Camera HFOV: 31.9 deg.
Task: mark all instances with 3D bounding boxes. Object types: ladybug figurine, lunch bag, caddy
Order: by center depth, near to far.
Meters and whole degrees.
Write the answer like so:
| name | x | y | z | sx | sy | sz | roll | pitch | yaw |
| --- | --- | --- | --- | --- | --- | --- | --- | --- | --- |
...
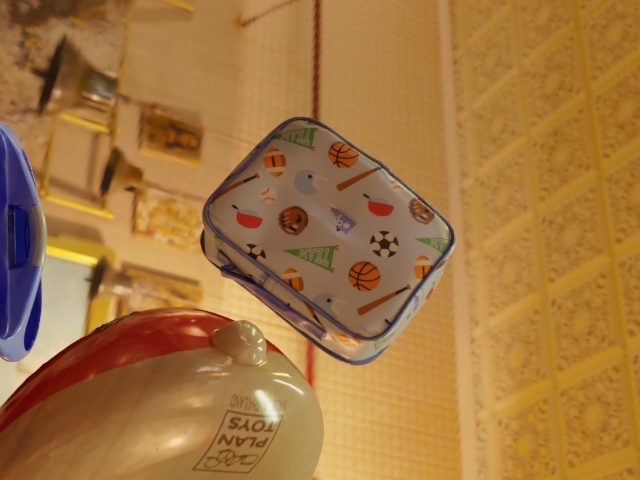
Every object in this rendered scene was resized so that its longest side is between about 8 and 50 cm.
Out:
| name | x | y | z | sx | sy | sz | roll | pitch | yaw |
| --- | --- | --- | --- | --- | --- | --- | --- | --- | --- |
| ladybug figurine | -0.176 | 0.208 | 0.963 | 0.449 | 0.305 | 0.162 | -50 | -133 | 28 |
| lunch bag | 0.000 | 0.000 | 1.421 | 0.243 | 0.303 | 0.115 | -50 | 169 | -23 |
| caddy | -0.470 | 0.003 | 1.567 | 0.241 | 0.179 | 0.341 | 70 | 14 | -74 |
